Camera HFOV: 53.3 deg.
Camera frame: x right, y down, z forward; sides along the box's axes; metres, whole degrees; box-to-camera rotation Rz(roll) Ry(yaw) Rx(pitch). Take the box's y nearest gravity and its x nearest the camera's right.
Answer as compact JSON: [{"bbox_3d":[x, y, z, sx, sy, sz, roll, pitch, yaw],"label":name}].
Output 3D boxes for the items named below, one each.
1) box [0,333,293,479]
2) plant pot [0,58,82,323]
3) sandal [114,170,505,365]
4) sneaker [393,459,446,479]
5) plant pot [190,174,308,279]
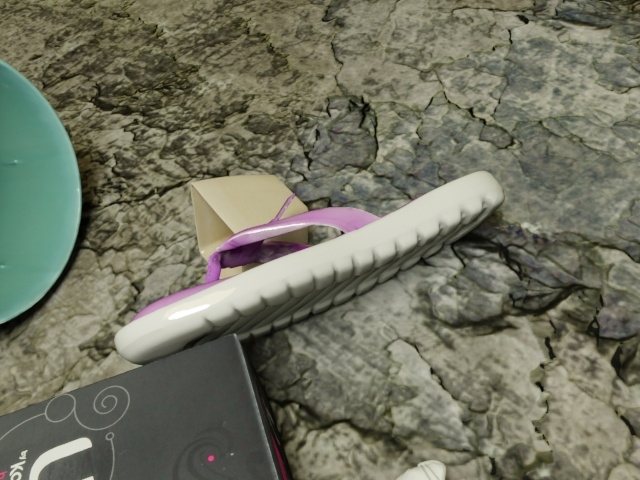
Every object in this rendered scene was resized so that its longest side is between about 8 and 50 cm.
[{"bbox_3d":[-0.159,0.215,0.512,0.270,0.143,0.165,-20,51,-6],"label":"box"},{"bbox_3d":[-0.459,-0.053,0.700,0.235,0.293,0.293,0,51,27],"label":"plant pot"},{"bbox_3d":[-0.005,0.007,0.622,0.416,0.169,0.102,-20,72,-28],"label":"sandal"},{"bbox_3d":[0.134,0.251,0.469,0.115,0.090,0.232,-35,55,-22],"label":"sneaker"},{"bbox_3d":[-0.073,-0.012,0.708,0.096,0.109,0.109,-26,51,-26],"label":"plant pot"}]
